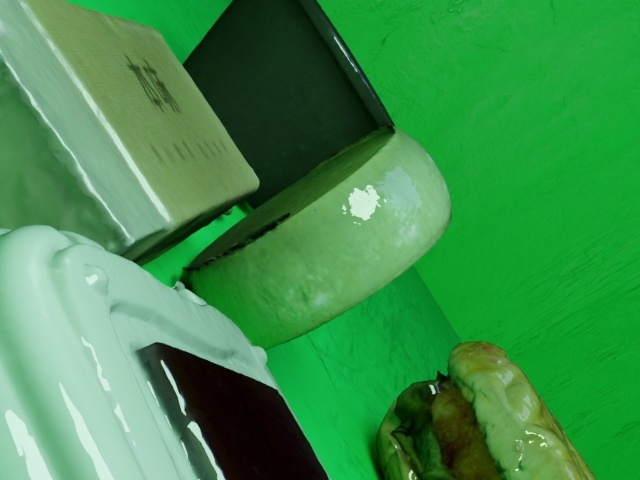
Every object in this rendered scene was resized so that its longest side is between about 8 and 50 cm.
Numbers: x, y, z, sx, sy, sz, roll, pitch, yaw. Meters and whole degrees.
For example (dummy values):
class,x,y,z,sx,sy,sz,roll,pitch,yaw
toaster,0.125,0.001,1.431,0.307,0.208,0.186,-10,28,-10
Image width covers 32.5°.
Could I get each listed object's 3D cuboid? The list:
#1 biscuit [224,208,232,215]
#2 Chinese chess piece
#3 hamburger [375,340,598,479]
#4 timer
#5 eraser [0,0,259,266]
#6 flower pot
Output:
class,x,y,z,sx,sy,sz,roll,pitch,yaw
biscuit,-0.121,-0.086,0.958,0.152,0.020,0.152,56,4,-7
Chinese chess piece,0.000,0.000,0.751,0.083,0.188,0.188,56,8,-10
hamburger,0.145,0.205,0.966,0.209,0.162,0.330,51,12,-28
timer,-0.046,0.111,0.398,0.237,0.087,0.262,60,7,21
eraser,-0.124,-0.056,0.615,0.144,0.078,0.343,56,8,-3
flower pot,-0.041,-0.136,1.099,0.269,0.166,0.269,55,4,-6
